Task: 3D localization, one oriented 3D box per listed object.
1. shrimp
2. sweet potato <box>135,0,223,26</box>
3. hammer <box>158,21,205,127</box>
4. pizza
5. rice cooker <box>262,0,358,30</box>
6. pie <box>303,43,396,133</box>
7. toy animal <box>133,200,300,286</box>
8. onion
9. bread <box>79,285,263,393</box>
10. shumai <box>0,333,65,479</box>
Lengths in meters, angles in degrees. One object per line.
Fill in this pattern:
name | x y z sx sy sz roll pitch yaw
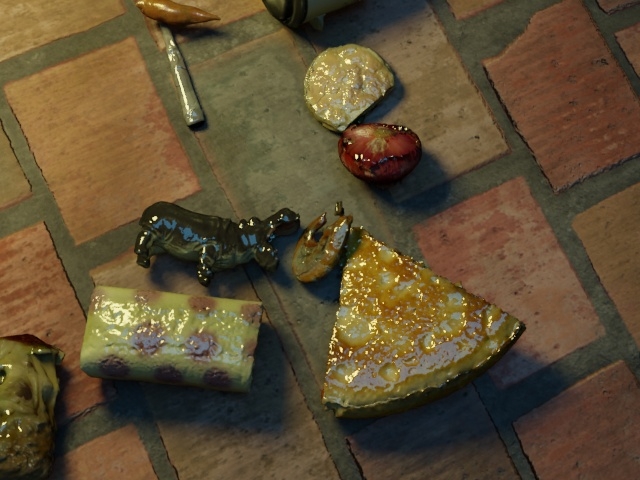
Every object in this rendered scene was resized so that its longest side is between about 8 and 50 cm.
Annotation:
shrimp | -0.002 -0.001 1.873 0.132 0.051 0.188 38 95 38
sweet potato | -0.309 -0.496 1.970 0.194 0.056 0.057 10 75 -7
hammer | -0.329 -0.450 2.001 0.152 0.044 0.427 -19 78 -9
pizza | 0.160 0.143 1.859 0.439 0.130 0.406 -22 66 -5
rice cooker | -0.025 -0.614 1.963 0.316 0.264 0.317 -10 117 -21
pie | 0.057 -0.351 2.006 0.218 0.052 0.185 -41 84 -12
toy animal | -0.210 0.008 1.863 0.342 0.106 0.169 4 68 -11
onion | 0.127 -0.175 1.926 0.183 0.184 0.147 -8 118 -7
bread | -0.289 0.194 1.778 0.338 0.155 0.187 7 70 -3
shumai | -0.622 0.296 1.688 0.346 0.217 0.283 28 75 5
